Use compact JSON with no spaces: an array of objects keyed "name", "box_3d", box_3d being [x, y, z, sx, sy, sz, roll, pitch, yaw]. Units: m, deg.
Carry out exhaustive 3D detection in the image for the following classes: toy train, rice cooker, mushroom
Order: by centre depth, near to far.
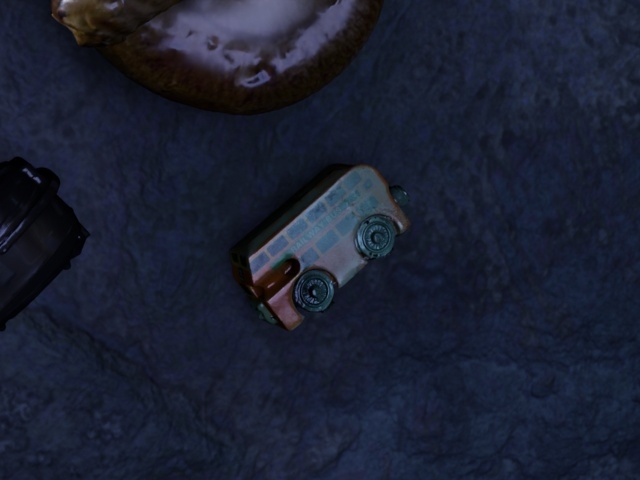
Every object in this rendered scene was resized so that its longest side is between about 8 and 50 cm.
[{"name":"rice cooker","box_3d":[-0.281,0.008,1.196,0.165,0.112,0.106,-42,115,-11]},{"name":"mushroom","box_3d":[-0.098,-0.285,1.197,0.345,0.239,0.345,-17,120,-33]},{"name":"toy train","box_3d":[0.000,0.000,1.335,0.188,0.072,0.099,-42,104,-12]}]
